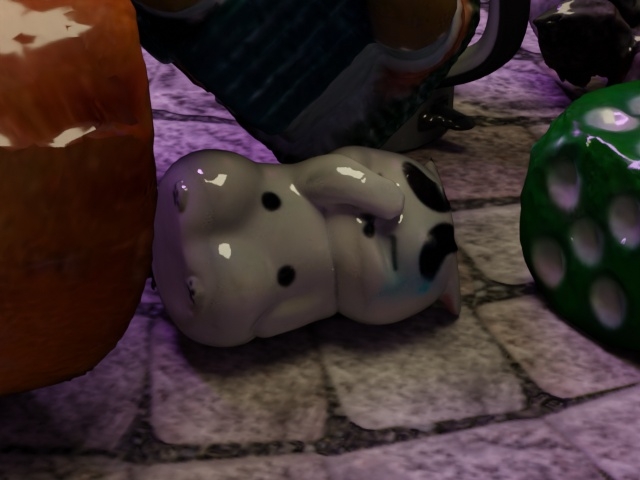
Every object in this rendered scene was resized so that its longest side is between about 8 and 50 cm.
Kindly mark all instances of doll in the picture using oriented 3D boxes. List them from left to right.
[{"bbox_3d":[-0.006,0.000,0.866,0.181,0.110,0.107,-6,-9,-11],"label":"doll"}]

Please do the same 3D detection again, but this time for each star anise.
[{"bbox_3d":[0.236,-0.147,1.125,0.212,0.129,0.282,37,24,-2],"label":"star anise"}]

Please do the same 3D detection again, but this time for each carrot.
[{"bbox_3d":[-0.188,-0.051,0.810,0.100,0.258,0.307,4,27,-31],"label":"carrot"}]

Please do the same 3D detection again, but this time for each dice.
[{"bbox_3d":[0.201,-0.016,0.892,0.128,0.120,0.131,-14,33,-29],"label":"dice"}]

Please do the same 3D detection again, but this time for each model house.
[{"bbox_3d":[-0.040,-0.163,0.868,0.253,0.184,0.291,46,7,2],"label":"model house"}]

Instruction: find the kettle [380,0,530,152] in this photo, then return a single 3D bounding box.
[{"bbox_3d":[0.045,-0.199,1.092,0.240,0.255,0.165,21,31,32],"label":"kettle"}]
